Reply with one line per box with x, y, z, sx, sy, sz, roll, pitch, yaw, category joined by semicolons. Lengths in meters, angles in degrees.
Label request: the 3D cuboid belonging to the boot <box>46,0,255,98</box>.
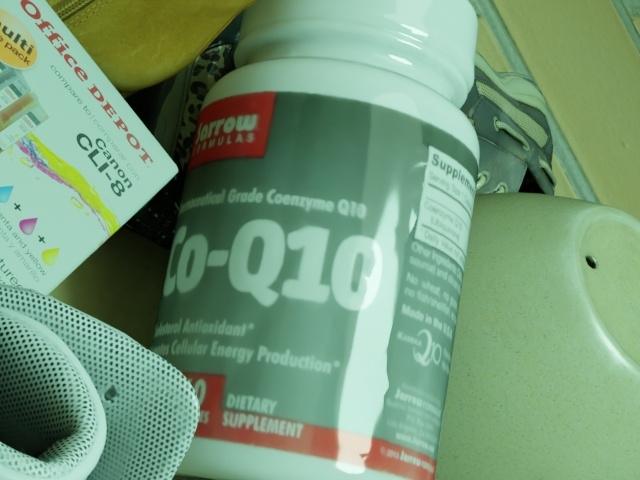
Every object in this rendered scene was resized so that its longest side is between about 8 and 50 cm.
-0.174;-0.178;0.645;0.295;0.211;0.104;32;40;-33;boot

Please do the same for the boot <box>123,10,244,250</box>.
-0.051;-0.064;0.848;0.178;0.085;0.236;42;44;-29;boot

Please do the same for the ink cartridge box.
-0.178;-0.019;0.587;0.128;0.127;0.176;52;30;-10;ink cartridge box

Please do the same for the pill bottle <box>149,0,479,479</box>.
0.000;0.000;0.703;0.161;0.161;0.283;24;69;-44;pill bottle

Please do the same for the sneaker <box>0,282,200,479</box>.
-0.117;0.160;0.438;0.366;0.210;0.137;56;31;-5;sneaker

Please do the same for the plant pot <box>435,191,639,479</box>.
0.146;0.079;0.863;0.284;0.191;0.284;25;48;-31;plant pot

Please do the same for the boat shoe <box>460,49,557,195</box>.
0.110;-0.072;1.047;0.355;0.132;0.130;-3;66;-55;boat shoe
